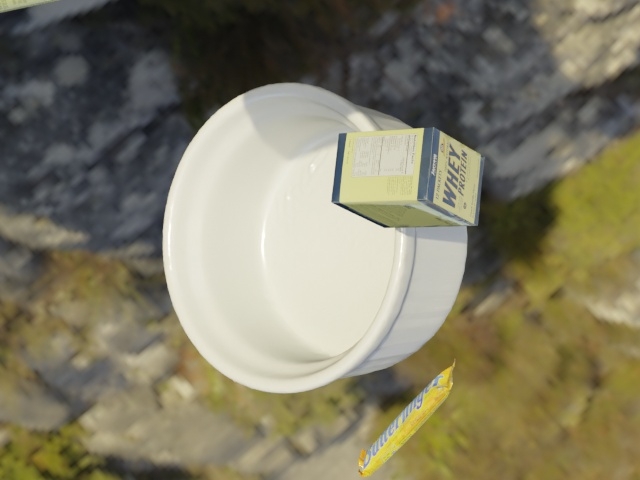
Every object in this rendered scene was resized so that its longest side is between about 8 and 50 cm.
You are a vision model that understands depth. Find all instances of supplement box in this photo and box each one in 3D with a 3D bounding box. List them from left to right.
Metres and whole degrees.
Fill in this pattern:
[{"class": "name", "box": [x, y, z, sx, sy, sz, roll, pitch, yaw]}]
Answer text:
[{"class": "supplement box", "box": [0.066, -0.046, 1.353, 0.083, 0.083, 0.056, 23, 70, -55]}]

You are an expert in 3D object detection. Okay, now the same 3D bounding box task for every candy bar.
[{"class": "candy bar", "box": [0.088, 0.182, 1.802, 0.161, 0.018, 0.040, -49, -163, 30]}]

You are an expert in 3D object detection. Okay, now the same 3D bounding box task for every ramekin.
[{"class": "ramekin", "box": [0.000, 0.000, 1.646, 0.135, 0.277, 0.277, 4, 132, -53]}]

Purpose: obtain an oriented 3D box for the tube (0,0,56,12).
[{"class": "tube", "box": [-0.087, -0.174, 0.974, 0.240, 0.062, 0.070, -14, 167, -2]}]
